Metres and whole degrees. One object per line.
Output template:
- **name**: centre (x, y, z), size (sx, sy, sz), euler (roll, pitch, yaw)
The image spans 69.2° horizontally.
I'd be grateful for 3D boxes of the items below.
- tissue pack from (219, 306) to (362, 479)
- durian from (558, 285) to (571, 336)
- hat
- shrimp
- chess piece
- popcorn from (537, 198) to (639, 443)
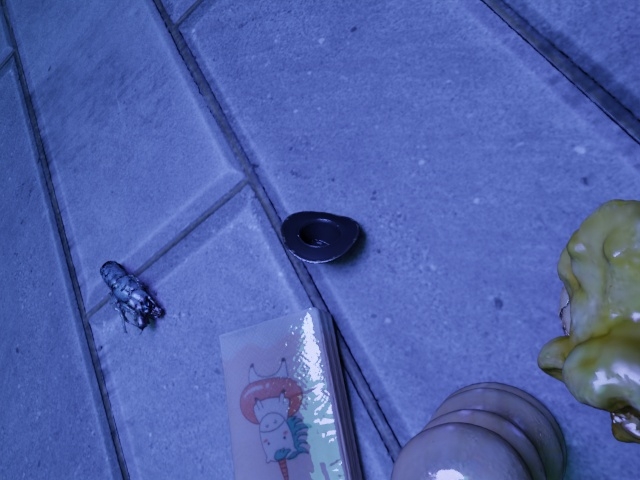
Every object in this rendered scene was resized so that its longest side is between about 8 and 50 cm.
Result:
- **tissue pack**: centre (-0.037, 0.267, 0.605), size (0.170, 0.071, 0.324), euler (-19, 69, 21)
- **durian**: centre (0.302, 0.099, 0.493), size (0.066, 0.052, 0.130), euler (135, 132, -57)
- **hat**: centre (0.000, 0.000, 0.661), size (0.121, 0.050, 0.121), euler (-2, 38, 2)
- **shrimp**: centre (-0.348, 0.093, 0.814), size (0.174, 0.076, 0.082), euler (37, 78, 29)
- **chess piece**: centre (0.140, 0.207, 0.416), size (0.143, 0.261, 0.142), euler (-6, 77, 27)
- **popcorn**: centre (0.316, 0.076, 0.340), size (0.286, 0.215, 0.251), euler (37, 110, 35)
